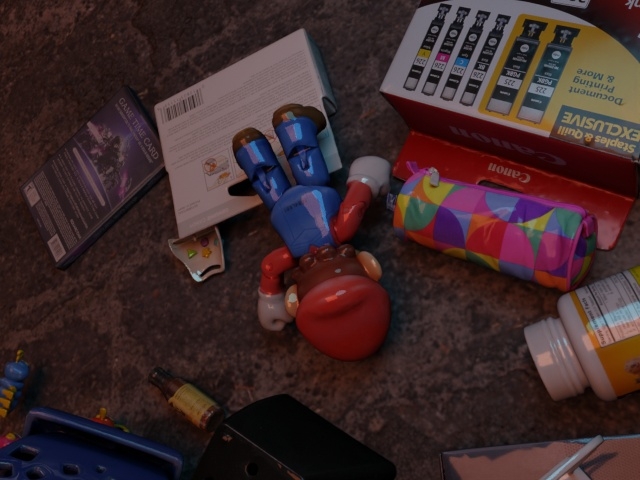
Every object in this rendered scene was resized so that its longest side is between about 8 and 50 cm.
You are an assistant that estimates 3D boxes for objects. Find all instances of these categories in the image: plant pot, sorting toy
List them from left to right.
[{"bbox_3d":[-0.297,0.351,0.798,0.235,0.212,0.236,19,113,-4],"label":"plant pot"},{"bbox_3d":[-0.171,0.019,0.990,0.083,0.045,0.075,-23,74,17],"label":"sorting toy"},{"bbox_3d":[-0.054,0.298,0.774,0.188,0.167,0.188,26,87,29],"label":"plant pot"}]

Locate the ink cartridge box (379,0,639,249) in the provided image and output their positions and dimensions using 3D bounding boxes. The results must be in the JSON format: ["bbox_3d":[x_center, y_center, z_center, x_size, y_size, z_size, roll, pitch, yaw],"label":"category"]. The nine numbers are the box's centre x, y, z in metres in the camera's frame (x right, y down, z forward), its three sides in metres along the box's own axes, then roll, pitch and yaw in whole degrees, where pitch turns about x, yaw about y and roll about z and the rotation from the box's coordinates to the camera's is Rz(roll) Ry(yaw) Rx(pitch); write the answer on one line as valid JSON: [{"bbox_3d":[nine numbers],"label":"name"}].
[{"bbox_3d":[0.245,-0.172,0.792,0.309,0.130,0.272,22,86,29],"label":"ink cartridge box"}]

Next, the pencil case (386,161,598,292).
[{"bbox_3d":[0.194,-0.018,0.778,0.236,0.104,0.105,20,84,31],"label":"pencil case"}]

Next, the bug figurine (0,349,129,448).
[{"bbox_3d":[-0.420,0.305,1.004,0.279,0.072,0.216,24,92,25],"label":"bug figurine"}]

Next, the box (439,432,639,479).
[{"bbox_3d":[0.249,0.299,0.686,0.232,0.059,0.184,-12,69,22],"label":"box"}]

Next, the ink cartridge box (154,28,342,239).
[{"bbox_3d":[-0.104,-0.150,0.997,0.275,0.060,0.239,-22,69,18],"label":"ink cartridge box"}]

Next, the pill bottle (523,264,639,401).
[{"bbox_3d":[0.324,0.088,0.680,0.214,0.117,0.117,-25,65,18],"label":"pill bottle"}]

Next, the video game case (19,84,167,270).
[{"bbox_3d":[-0.383,-0.109,1.140,0.274,0.026,0.196,-41,62,9],"label":"video game case"}]

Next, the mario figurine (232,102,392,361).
[{"bbox_3d":[0.000,0.000,0.862,0.198,0.170,0.321,-40,66,52],"label":"mario figurine"}]

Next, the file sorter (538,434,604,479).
[{"bbox_3d":[0.238,0.321,0.521,0.192,0.173,0.278,-34,60,-13],"label":"file sorter"}]

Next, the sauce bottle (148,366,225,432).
[{"bbox_3d":[-0.189,0.218,0.936,0.128,0.042,0.042,27,87,32],"label":"sauce bottle"}]
